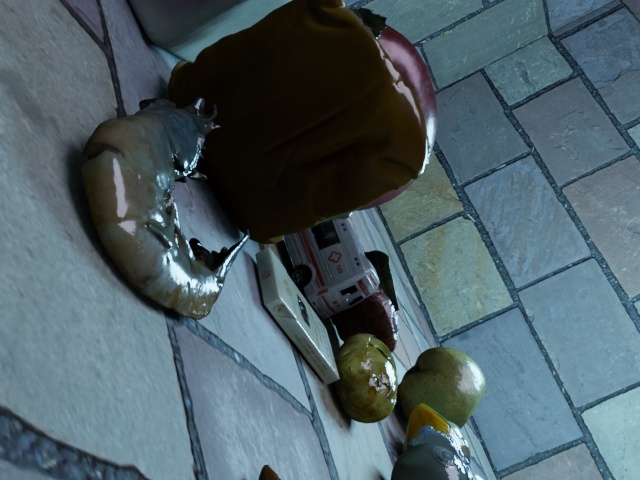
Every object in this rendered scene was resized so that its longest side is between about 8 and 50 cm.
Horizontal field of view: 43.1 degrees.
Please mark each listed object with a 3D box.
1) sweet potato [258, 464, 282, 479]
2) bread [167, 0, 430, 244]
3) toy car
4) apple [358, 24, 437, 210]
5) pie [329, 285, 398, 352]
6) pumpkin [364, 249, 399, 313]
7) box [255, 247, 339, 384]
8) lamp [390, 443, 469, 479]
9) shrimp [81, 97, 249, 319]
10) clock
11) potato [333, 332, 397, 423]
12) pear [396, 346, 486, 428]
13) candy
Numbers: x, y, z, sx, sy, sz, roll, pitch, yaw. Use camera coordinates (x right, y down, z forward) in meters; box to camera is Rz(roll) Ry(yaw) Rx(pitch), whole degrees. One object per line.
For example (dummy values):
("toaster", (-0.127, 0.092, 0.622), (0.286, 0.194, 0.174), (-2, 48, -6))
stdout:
("sweet potato", (-0.028, 0.207, 0.598), (0.095, 0.034, 0.034), (56, 2, 38))
("bread", (-0.021, -0.143, 0.944), (0.250, 0.279, 0.225), (62, 22, -7))
("toy car", (0.000, 0.000, 1.143), (0.089, 0.108, 0.209), (52, 14, -57))
("apple", (0.039, -0.223, 1.415), (0.344, 0.345, 0.269), (60, -12, -21))
("pie", (0.058, 0.105, 1.186), (0.154, 0.036, 0.154), (36, -41, 39))
("pumpkin", (0.073, 0.082, 1.358), (0.183, 0.108, 0.118), (62, 11, -76))
("box", (-0.027, 0.093, 0.976), (0.167, 0.024, 0.090), (58, 10, -40))
("lamp", (0.144, 0.320, 1.063), (0.105, 0.105, 0.105), (61, 8, -16))
("shrimp", (-0.114, -0.034, 0.686), (0.289, 0.075, 0.178), (-92, 162, -73))
("clock", (0.199, 0.367, 1.276), (0.144, 0.103, 0.230), (46, 22, -70))
("potato", (0.061, 0.180, 1.076), (0.170, 0.080, 0.107), (-39, 114, -83))
("pear", (0.213, 0.269, 1.454), (0.137, 0.167, 0.167), (37, 7, 4))
("candy", (-0.118, -0.336, 1.104), (0.145, 0.208, 0.359), (65, 8, 2))
